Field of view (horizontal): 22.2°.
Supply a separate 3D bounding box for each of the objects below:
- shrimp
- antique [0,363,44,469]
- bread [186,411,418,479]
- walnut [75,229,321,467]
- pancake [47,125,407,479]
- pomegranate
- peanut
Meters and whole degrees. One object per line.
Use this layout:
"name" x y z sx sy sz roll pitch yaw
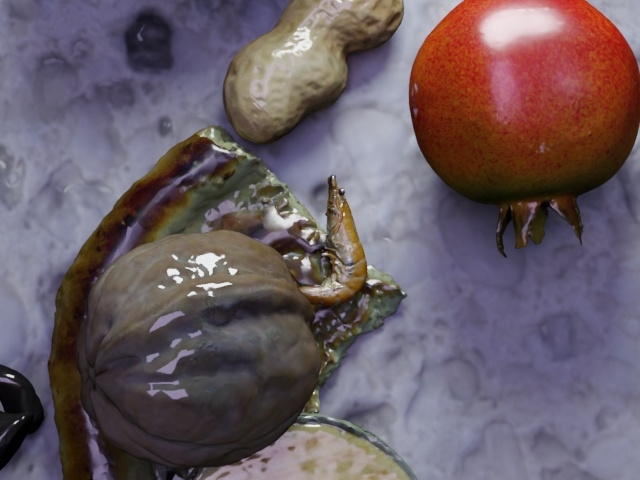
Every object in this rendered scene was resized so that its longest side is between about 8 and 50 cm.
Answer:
"shrimp" 0.000 0.000 1.565 0.091 0.025 0.127 -1 82 -7
"antique" -0.432 0.199 1.486 0.255 0.185 0.322 34 60 9
"bread" -0.016 0.293 1.504 0.267 0.040 0.267 1 82 -8
"walnut" -0.106 0.097 1.448 0.224 0.224 0.224 0 76 2
"pancake" -0.117 0.108 1.562 0.304 0.067 0.427 28 77 7
"pomegranate" 0.193 -0.113 1.538 0.220 0.221 0.257 -3 86 1
"peanut" -0.009 -0.189 1.625 0.104 0.085 0.228 42 79 2
